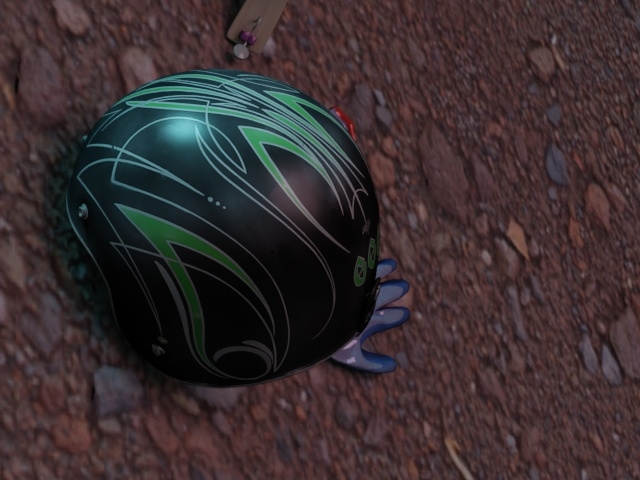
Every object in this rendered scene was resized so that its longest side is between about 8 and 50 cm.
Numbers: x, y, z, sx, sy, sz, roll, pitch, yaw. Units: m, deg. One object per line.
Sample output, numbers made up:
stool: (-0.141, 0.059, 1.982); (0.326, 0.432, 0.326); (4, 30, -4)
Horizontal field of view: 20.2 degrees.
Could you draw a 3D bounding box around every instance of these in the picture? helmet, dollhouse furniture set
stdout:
helmet: (-0.053, -0.016, 1.008); (0.169, 0.169, 0.161); (-56, 137, -48)
dollhouse furniture set: (-0.071, -0.174, 1.170); (0.114, 0.091, 0.081); (28, 93, -16)

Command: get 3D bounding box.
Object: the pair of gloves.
pair of gloves: (0.000, 0.000, 1.174); (0.159, 0.023, 0.198); (-23, 93, -54)
